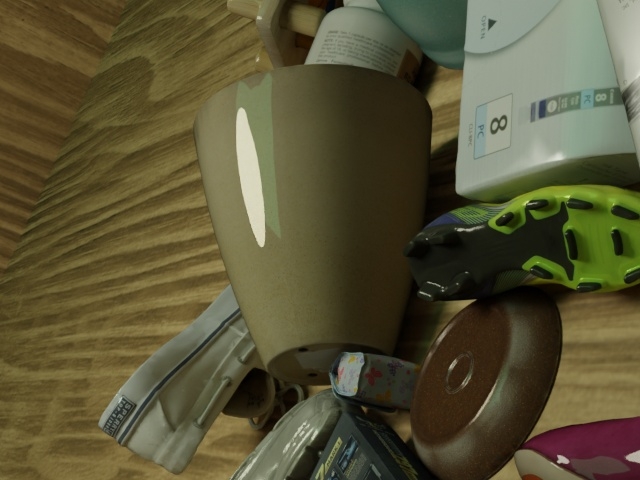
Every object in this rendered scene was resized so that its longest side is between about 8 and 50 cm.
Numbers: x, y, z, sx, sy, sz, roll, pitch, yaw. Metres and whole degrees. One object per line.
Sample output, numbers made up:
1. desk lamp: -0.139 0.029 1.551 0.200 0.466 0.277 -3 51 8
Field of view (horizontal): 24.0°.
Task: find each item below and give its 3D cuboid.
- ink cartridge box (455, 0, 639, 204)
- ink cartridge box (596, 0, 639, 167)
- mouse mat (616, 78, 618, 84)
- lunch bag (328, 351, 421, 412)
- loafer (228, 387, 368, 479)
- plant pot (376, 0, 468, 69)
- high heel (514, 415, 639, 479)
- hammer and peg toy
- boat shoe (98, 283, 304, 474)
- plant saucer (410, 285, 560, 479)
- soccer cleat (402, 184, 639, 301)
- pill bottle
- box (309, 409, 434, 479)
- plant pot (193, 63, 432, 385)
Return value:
1. ink cartridge box: 0.268 -0.210 1.244 0.385 0.091 0.308 -19 61 55
2. ink cartridge box: 0.314 -0.151 1.007 0.223 0.129 0.307 -38 53 47
3. mouse mat: 0.318 -0.114 1.127 0.152 0.007 0.189 -43 51 21
4. lunch bag: 0.053 0.136 1.454 0.083 0.071 0.053 179 105 -69
5. loafer: -0.059 0.286 1.499 0.319 0.112 0.111 -51 18 7
6. plant pot: 0.142 -0.359 1.619 0.293 0.196 0.293 -37 36 33
7. high heel: 0.266 0.144 0.985 0.181 0.127 0.377 -37 12 -15
8. hammer and peg toy: 0.016 -0.379 1.965 0.266 0.127 0.361 67 -136 -70
9. boat shoe: -0.089 0.153 1.690 0.136 0.156 0.367 -55 -7 29
10. plant saucer: 0.135 0.123 1.339 0.198 0.036 0.198 -49 25 33
11. soccer cleat: 0.196 -0.006 1.283 0.121 0.093 0.289 -24 9 -39
12. pill bottle: 0.049 -0.206 1.792 0.131 0.131 0.229 -12 54 63
13. box: 0.019 0.292 1.350 0.232 0.059 0.183 -64 21 7
14. plant pot: 0.000 0.000 1.554 0.256 0.256 0.274 -36 49 48
